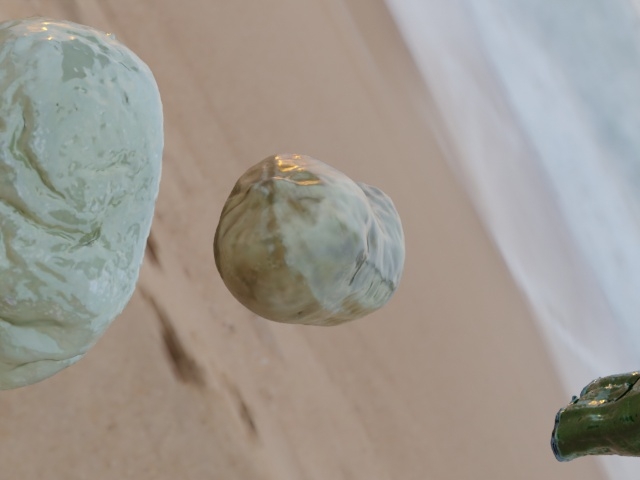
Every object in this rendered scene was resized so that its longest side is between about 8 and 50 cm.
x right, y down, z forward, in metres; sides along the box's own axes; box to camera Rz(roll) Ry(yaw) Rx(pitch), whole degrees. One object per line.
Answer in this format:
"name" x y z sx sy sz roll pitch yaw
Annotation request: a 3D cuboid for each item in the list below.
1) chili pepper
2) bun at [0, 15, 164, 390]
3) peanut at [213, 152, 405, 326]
"chili pepper" 0.374 0.167 1.793 0.136 0.270 0.099 -3 82 -43
"bun" -0.306 -0.046 1.628 0.227 0.352 0.349 20 33 -32
"peanut" 0.000 0.000 1.379 0.253 0.122 0.137 17 59 -67
